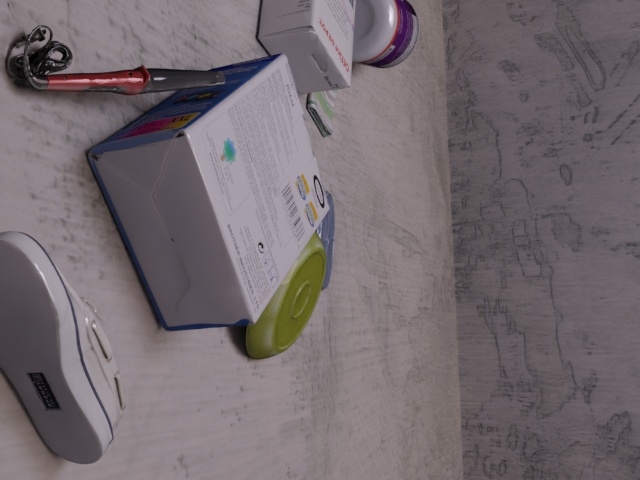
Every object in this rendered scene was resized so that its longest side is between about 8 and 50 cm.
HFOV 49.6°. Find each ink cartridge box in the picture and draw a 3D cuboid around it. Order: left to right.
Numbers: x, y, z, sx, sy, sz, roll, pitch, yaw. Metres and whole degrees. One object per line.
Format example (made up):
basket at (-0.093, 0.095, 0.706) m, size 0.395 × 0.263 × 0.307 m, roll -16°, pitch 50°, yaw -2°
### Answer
ink cartridge box at (-0.118, -0.093, 0.991) m, size 0.395 × 0.151 × 0.270 m, roll -56°, pitch 136°, yaw -54°
ink cartridge box at (-0.018, -0.457, 1.350) m, size 0.201 × 0.117 × 0.278 m, roll 43°, pitch 47°, yaw -59°

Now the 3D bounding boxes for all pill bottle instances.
pill bottle at (0.127, -0.503, 1.633) m, size 0.323 × 0.182 × 0.181 m, roll -25°, pitch 110°, yaw -67°

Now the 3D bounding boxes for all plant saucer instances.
plant saucer at (-0.046, 0.094, 1.159) m, size 0.241 × 0.037 × 0.241 m, roll -56°, pitch 159°, yaw -34°

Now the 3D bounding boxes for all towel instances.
towel at (0.008, -0.317, 1.515) m, size 0.113 × 0.023 × 0.152 m, roll 55°, pitch 37°, yaw -53°

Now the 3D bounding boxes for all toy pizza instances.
toy pizza at (0.000, 0.000, 1.386) m, size 0.201 × 0.032 × 0.201 m, roll 3°, pitch 90°, yaw -81°

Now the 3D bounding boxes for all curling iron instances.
curling iron at (-0.217, -0.197, 0.795) m, size 0.274 × 0.035 × 0.068 m, roll -6°, pitch 94°, yaw -45°

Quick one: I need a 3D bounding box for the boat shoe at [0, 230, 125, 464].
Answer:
boat shoe at (-0.256, 0.100, 0.692) m, size 0.088 × 0.096 × 0.267 m, roll -66°, pitch 146°, yaw -57°
